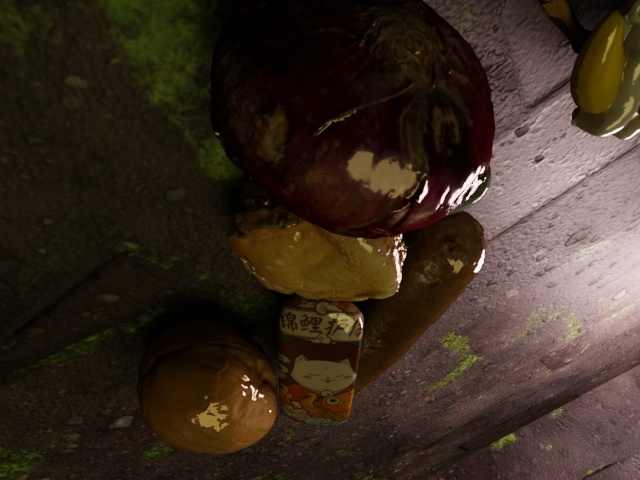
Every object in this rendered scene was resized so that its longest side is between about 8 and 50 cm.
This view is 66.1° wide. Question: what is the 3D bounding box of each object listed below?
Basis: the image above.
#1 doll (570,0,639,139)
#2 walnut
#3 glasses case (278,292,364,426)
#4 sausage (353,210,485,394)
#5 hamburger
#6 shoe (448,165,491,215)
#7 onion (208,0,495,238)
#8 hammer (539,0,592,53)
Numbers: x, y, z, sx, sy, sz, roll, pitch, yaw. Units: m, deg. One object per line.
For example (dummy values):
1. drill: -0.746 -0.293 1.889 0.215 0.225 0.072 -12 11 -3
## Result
1. doll: 0.394 -0.233 0.570 0.237 0.111 0.252 10 127 -37
2. walnut: -0.162 0.215 0.730 0.193 0.193 0.225 -34 145 11
3. glasses case: -0.003 0.193 0.769 0.122 0.082 0.321 8 131 6
4. sausage: 0.107 0.136 0.829 0.136 0.123 0.501 -22 153 -45
5. hamburger: 0.001 0.001 0.593 0.213 0.108 0.214 6 148 4
6. shoe: 0.134 -0.071 0.642 0.195 0.079 0.078 -19 160 2
7. onion: 0.026 -0.112 0.423 0.246 0.247 0.190 2 144 -30
8. hammer: 0.249 -0.259 0.536 0.200 0.021 0.078 20 120 -42
